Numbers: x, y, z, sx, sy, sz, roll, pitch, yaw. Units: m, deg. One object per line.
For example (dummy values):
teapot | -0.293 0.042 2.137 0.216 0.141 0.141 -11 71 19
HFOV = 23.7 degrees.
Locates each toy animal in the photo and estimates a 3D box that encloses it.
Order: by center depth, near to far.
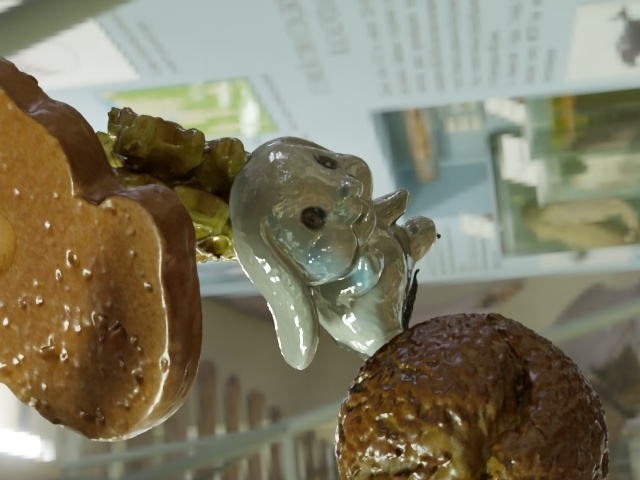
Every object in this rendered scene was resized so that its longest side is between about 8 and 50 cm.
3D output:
toy animal | 0.008 -0.002 1.726 0.249 0.174 0.289 -60 -43 -51

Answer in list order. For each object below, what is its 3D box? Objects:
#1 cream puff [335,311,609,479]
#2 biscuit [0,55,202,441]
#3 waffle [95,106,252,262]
cream puff | 0.164 0.220 1.588 0.212 0.303 0.303 168 96 -79
biscuit | -0.292 0.010 1.531 0.078 0.455 0.350 -22 -35 -49
waffle | -0.204 -0.057 1.835 0.324 0.261 0.151 0 70 64
